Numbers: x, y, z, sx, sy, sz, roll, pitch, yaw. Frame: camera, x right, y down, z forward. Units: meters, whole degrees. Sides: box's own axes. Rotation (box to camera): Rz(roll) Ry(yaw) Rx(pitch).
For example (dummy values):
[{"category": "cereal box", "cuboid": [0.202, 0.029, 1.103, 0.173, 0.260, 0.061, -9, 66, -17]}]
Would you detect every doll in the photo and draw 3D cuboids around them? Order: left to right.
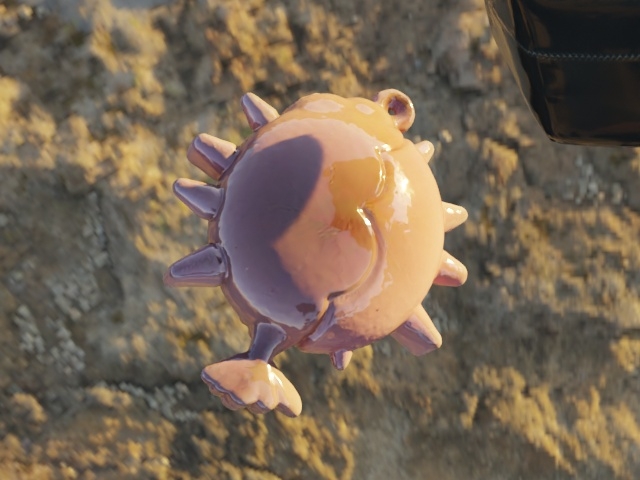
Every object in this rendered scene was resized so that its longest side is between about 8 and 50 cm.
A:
[{"category": "doll", "cuboid": [0.000, 0.000, 1.010, 0.211, 0.093, 0.262, 26, 65, -12]}]

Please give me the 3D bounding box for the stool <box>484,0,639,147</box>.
[{"category": "stool", "cuboid": [0.201, -0.168, 0.881, 0.232, 0.141, 0.232, -11, 44, 11]}]
